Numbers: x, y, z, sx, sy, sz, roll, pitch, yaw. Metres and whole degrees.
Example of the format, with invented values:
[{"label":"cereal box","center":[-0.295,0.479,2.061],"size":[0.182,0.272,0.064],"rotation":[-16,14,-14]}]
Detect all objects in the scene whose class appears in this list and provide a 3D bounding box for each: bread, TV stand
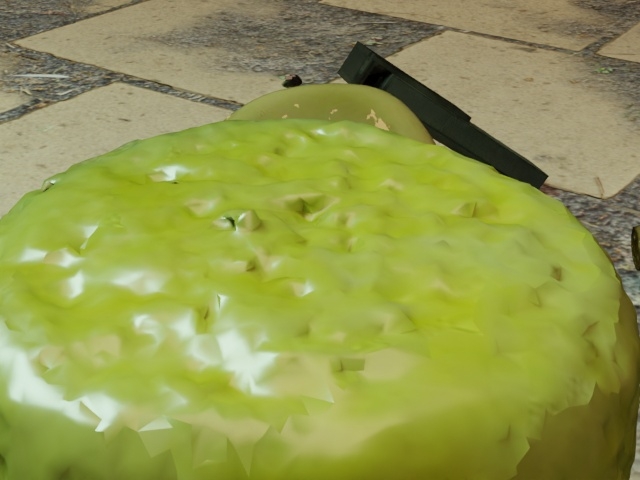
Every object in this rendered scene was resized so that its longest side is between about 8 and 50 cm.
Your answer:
[{"label":"bread","center":[-0.010,0.122,0.539],"size":[0.348,0.307,0.348],"rotation":[4,27,-2]},{"label":"TV stand","center":[0.134,-0.124,1.169],"size":[0.256,0.040,0.049],"rotation":[29,13,-26]}]

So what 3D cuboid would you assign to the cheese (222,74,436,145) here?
[{"label":"cheese","center":[0.000,0.000,0.865],"size":[0.259,0.128,0.316],"rotation":[9,55,-4]}]

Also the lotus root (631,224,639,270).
[{"label":"lotus root","center":[0.404,0.020,0.981],"size":[0.258,0.097,0.110],"rotation":[11,-2,20]}]
